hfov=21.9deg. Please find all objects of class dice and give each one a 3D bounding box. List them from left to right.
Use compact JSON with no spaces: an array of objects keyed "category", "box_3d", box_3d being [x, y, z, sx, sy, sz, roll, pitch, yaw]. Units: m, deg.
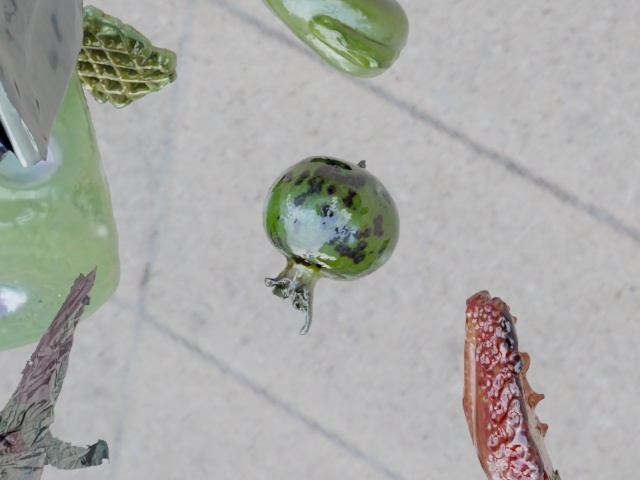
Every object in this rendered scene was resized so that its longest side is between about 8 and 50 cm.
[{"category":"dice","box_3d":[-0.328,-0.048,1.514,0.254,0.252,0.250,97,156,-61]}]

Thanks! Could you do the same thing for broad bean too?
[{"category":"broad bean","box_3d":[0.006,-0.216,1.543,0.174,0.124,0.082,37,113,23]}]

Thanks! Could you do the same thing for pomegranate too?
[{"category":"pomegranate","box_3d":[0.000,0.000,1.422,0.122,0.122,0.161,24,87,24]}]

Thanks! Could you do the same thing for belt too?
[{"category":"belt","box_3d":[-0.204,-0.123,0.849,0.139,0.230,0.126,-4,127,12]}]

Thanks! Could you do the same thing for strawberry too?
[{"category":"strawberry","box_3d":[0.107,0.101,0.968,0.048,0.104,0.152,-18,106,8]}]

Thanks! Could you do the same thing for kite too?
[{"category":"kite","box_3d":[-0.099,0.076,0.599,0.011,0.157,0.139,16,85,10]}]

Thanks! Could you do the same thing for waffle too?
[{"category":"waffle","box_3d":[-0.235,-0.193,1.674,0.169,0.036,0.183,29,157,-23]}]
